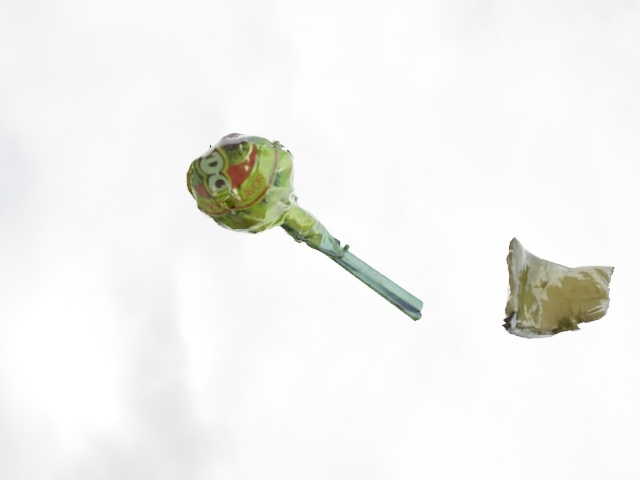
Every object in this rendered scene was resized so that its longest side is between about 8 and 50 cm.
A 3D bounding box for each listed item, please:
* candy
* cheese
[{"bbox_3d":[-0.001,-0.002,1.206,0.077,0.262,0.073,-2,-118,44],"label":"candy"},{"bbox_3d":[0.157,0.036,1.059,0.041,0.084,0.060,127,-32,-62],"label":"cheese"}]
